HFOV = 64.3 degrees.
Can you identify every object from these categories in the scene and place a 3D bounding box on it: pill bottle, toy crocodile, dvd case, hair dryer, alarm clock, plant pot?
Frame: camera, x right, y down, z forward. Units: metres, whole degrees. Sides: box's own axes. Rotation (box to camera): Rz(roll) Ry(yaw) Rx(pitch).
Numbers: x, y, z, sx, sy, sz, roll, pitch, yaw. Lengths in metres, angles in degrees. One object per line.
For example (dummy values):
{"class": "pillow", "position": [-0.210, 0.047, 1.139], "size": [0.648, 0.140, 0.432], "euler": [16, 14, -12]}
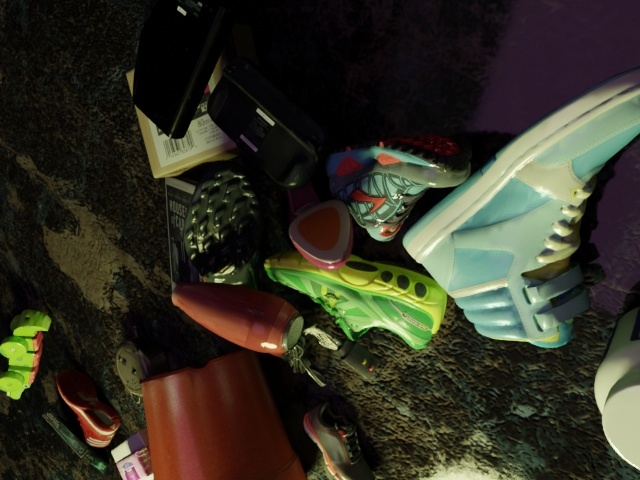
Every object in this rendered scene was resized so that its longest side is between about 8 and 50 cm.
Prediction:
{"class": "pill bottle", "position": [0.327, 0.136, 0.483], "size": [0.112, 0.187, 0.112], "euler": [10, 107, 35]}
{"class": "toy crocodile", "position": [-0.833, 0.322, 1.436], "size": [0.115, 0.105, 0.340], "euler": [-105, 34, -54]}
{"class": "dvd case", "position": [-0.237, 0.008, 0.925], "size": [0.179, 0.030, 0.238], "euler": [21, 115, 55]}
{"class": "hair dryer", "position": [-0.083, 0.145, 0.737], "size": [0.293, 0.080, 0.223], "euler": [35, 147, -13]}
{"class": "alarm clock", "position": [-0.405, 0.294, 1.139], "size": [0.129, 0.064, 0.192], "euler": [34, 122, 25]}
{"class": "plant pot", "position": [-0.175, 0.336, 0.868], "size": [0.272, 0.272, 0.265], "euler": [-23, 79, 37]}

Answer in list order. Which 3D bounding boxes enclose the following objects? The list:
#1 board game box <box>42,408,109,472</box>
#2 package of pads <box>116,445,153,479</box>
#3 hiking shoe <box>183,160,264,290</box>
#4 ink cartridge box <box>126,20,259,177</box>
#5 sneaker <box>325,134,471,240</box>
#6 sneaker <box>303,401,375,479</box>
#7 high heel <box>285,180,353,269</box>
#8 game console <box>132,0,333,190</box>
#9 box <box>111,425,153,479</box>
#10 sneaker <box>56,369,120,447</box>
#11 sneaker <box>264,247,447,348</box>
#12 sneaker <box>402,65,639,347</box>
{"class": "board game box", "position": [-0.651, 0.532, 1.356], "size": [0.186, 0.026, 0.126], "euler": [27, 149, 29]}
{"class": "package of pads", "position": [-0.325, 0.401, 0.906], "size": [0.083, 0.032, 0.050], "euler": [-36, 78, 35]}
{"class": "hiking shoe", "position": [-0.147, 0.001, 0.784], "size": [0.132, 0.113, 0.304], "euler": [-105, 17, -50]}
{"class": "ink cartridge box", "position": [-0.201, -0.223, 0.844], "size": [0.235, 0.088, 0.193], "euler": [-12, 95, 37]}
{"class": "sneaker", "position": [0.095, -0.061, 0.625], "size": [0.262, 0.104, 0.125], "euler": [-167, 68, -68]}
{"class": "sneaker", "position": [0.037, 0.331, 0.825], "size": [0.158, 0.061, 0.065], "euler": [45, 117, 18]}
{"class": "high heel", "position": [0.000, 0.000, 0.686], "size": [0.244, 0.082, 0.117], "euler": [52, 165, 58]}
{"class": "game console", "position": [-0.137, -0.203, 0.726], "size": [0.361, 0.044, 0.213], "euler": [44, 120, 17]}
{"class": "box", "position": [-0.298, 0.399, 1.014], "size": [0.130, 0.170, 0.091], "euler": [-40, 76, 35]}
{"class": "sneaker", "position": [-0.613, 0.445, 1.310], "size": [0.221, 0.087, 0.128], "euler": [41, 120, 23]}
{"class": "sneaker", "position": [0.032, 0.080, 0.735], "size": [0.296, 0.109, 0.123], "euler": [15, 110, 34]}
{"class": "sneaker", "position": [0.255, -0.008, 0.544], "size": [0.208, 0.127, 0.319], "euler": [57, 136, 13]}
